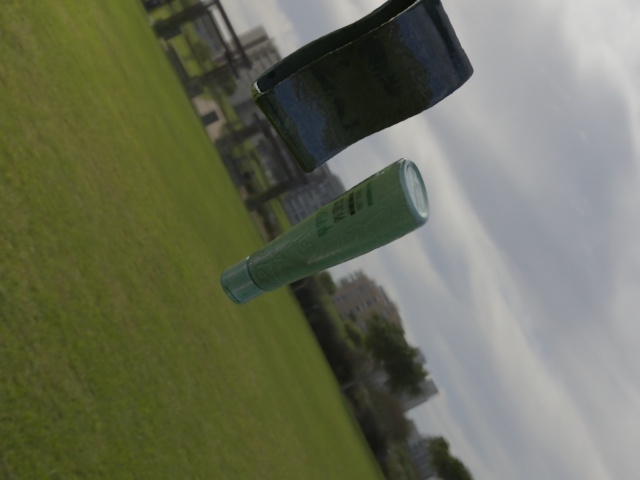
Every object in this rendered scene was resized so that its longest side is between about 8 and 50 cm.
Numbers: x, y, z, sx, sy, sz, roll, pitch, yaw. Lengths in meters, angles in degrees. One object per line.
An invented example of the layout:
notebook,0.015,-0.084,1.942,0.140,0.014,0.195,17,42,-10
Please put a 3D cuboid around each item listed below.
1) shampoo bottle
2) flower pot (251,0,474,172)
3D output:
shampoo bottle,0.000,0.000,0.729,0.041,0.191,0.069,38,35,-40
flower pot,0.045,-0.179,0.973,0.108,0.229,0.103,58,14,-25
